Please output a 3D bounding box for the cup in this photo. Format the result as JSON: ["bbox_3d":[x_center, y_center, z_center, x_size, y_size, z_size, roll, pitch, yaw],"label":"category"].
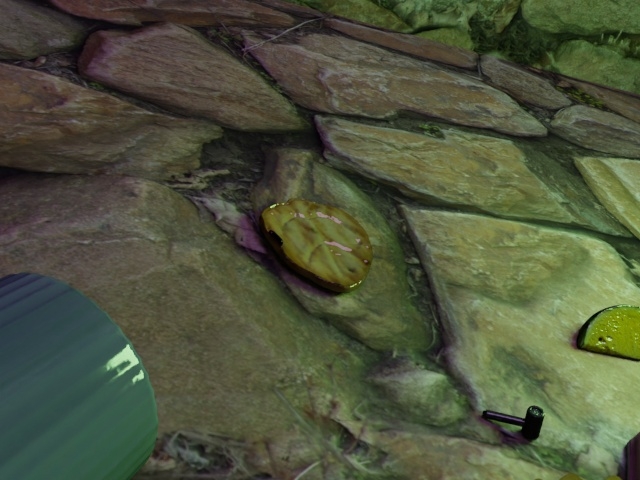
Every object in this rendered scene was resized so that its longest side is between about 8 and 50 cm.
[{"bbox_3d":[-0.353,0.200,0.590,0.331,0.256,0.311,-12,15,33],"label":"cup"}]

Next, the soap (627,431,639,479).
[{"bbox_3d":[0.500,0.317,0.973,0.100,0.056,0.149,28,34,9],"label":"soap"}]

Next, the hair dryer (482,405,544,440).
[{"bbox_3d":[0.276,0.255,0.972,0.083,0.047,0.026,10,31,14],"label":"hair dryer"}]

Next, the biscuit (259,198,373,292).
[{"bbox_3d":[-0.002,0.004,1.203,0.203,0.041,0.260,2,37,-29],"label":"biscuit"}]

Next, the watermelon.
[{"bbox_3d":[0.548,0.157,1.213,0.182,0.075,0.092,14,37,-10],"label":"watermelon"}]

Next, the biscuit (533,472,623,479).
[{"bbox_3d":[0.333,0.364,0.838,0.239,0.041,0.212,17,35,-4],"label":"biscuit"}]
